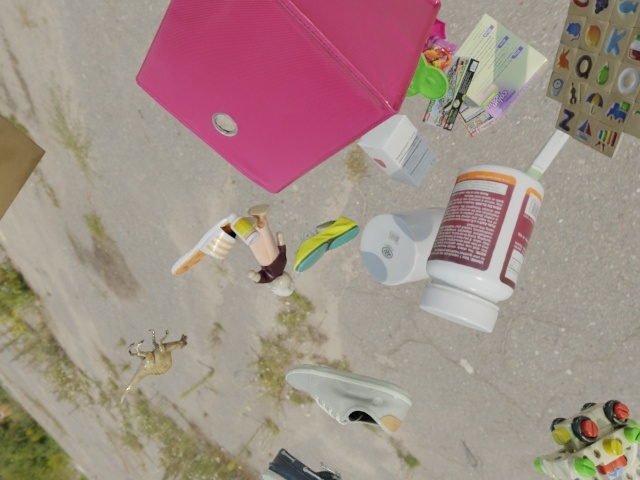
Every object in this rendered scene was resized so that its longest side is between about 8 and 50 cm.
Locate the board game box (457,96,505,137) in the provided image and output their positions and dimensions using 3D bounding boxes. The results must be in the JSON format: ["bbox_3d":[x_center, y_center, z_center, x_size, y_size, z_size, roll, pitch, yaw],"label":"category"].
[{"bbox_3d":[0.623,-0.532,1.654,0.147,0.045,0.193,-30,62,21],"label":"board game box"}]

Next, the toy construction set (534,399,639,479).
[{"bbox_3d":[0.565,0.451,0.824,0.151,0.328,0.215,-41,61,46],"label":"toy construction set"}]

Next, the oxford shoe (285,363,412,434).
[{"bbox_3d":[0.051,0.456,1.202,0.449,0.130,0.169,-4,144,43],"label":"oxford shoe"}]

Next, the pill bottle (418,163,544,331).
[{"bbox_3d":[0.411,0.022,1.079,0.224,0.392,0.224,22,172,3],"label":"pill bottle"}]

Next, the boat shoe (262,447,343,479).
[{"bbox_3d":[0.002,0.486,0.807,0.255,0.079,0.095,2,130,38],"label":"boat shoe"}]

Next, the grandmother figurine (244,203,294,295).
[{"bbox_3d":[-0.169,0.059,1.371,0.104,0.208,0.342,16,140,39],"label":"grandmother figurine"}]

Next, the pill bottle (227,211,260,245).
[{"bbox_3d":[-0.188,-0.030,1.004,0.083,0.043,0.043,45,140,11],"label":"pill bottle"}]

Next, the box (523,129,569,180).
[{"bbox_3d":[0.855,-0.295,1.625,0.058,0.232,0.322,36,172,17],"label":"box"}]

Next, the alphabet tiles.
[{"bbox_3d":[0.552,-0.347,0.781,0.285,0.011,0.342,-111,14,-52],"label":"alphabet tiles"}]

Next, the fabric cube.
[{"bbox_3d":[-0.039,-0.264,0.554,0.254,0.259,0.258,39,146,-22],"label":"fabric cube"}]

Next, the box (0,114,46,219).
[{"bbox_3d":[-0.622,-0.130,0.760,0.021,0.201,0.164,16,160,12],"label":"box"}]

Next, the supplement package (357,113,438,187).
[{"bbox_3d":[0.341,-0.397,1.813,0.293,0.175,0.177,37,176,-37],"label":"supplement package"}]

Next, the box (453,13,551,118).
[{"bbox_3d":[0.562,-0.556,1.335,0.243,0.117,0.213,46,124,15],"label":"box"}]

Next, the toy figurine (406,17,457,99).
[{"bbox_3d":[0.214,-0.379,0.828,0.173,0.159,0.130,32,156,17],"label":"toy figurine"}]

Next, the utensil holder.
[{"bbox_3d":[0.413,0.022,1.826,0.328,0.385,0.327,11,104,48],"label":"utensil holder"}]

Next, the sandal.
[{"bbox_3d":[-0.298,0.030,1.146,0.265,0.102,0.076,-41,81,14],"label":"sandal"}]

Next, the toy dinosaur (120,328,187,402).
[{"bbox_3d":[-0.362,0.252,0.871,0.053,0.183,0.092,-10,118,56],"label":"toy dinosaur"}]

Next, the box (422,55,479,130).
[{"bbox_3d":[0.392,-0.448,1.256,0.114,0.036,0.207,51,128,56],"label":"box"}]

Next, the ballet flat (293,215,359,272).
[{"bbox_3d":[0.000,0.000,1.009,0.077,0.231,0.077,44,140,18],"label":"ballet flat"}]
